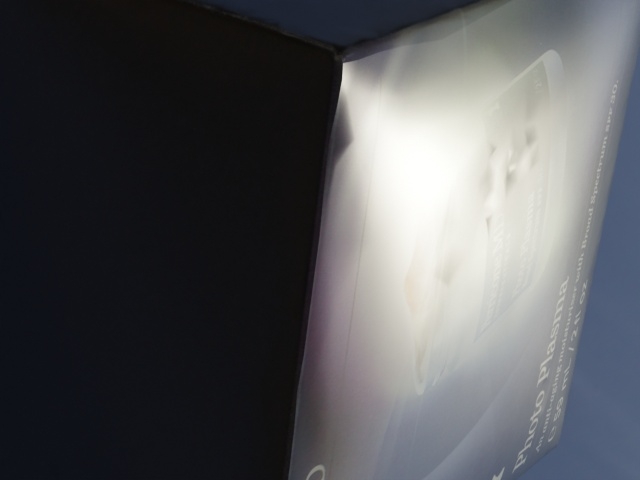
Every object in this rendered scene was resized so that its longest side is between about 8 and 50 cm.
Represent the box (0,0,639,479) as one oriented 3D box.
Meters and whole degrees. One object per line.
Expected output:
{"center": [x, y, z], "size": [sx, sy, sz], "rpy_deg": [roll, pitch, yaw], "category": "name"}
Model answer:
{"center": [0.000, 0.000, 0.827], "size": [0.182, 0.296, 0.294], "rpy_deg": [21, -152, 28], "category": "box"}
